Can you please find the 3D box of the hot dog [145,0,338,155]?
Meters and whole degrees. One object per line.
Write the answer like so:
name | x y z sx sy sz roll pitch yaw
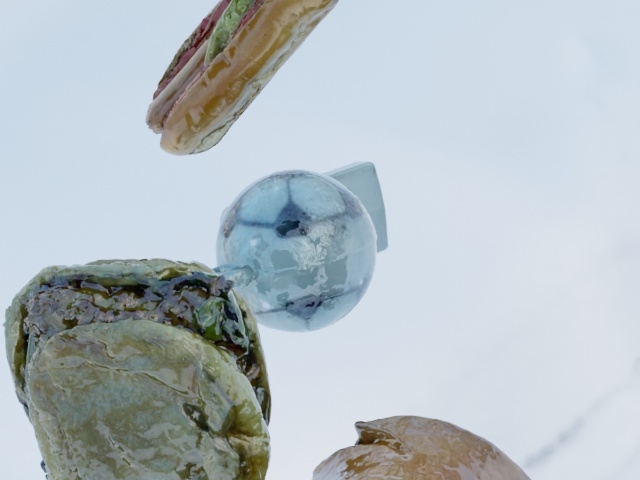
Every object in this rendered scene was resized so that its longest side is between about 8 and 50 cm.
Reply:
hot dog | -0.055 -0.156 1.148 0.235 0.062 0.092 -49 32 30

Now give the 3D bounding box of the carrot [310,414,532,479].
carrot | 0.051 0.248 1.021 0.196 0.196 0.254 -18 11 16

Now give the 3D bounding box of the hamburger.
hamburger | -0.123 0.105 1.103 0.183 0.206 0.130 -4 20 15

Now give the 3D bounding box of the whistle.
whistle | 0.000 0.000 1.451 0.163 0.163 0.290 14 25 40
